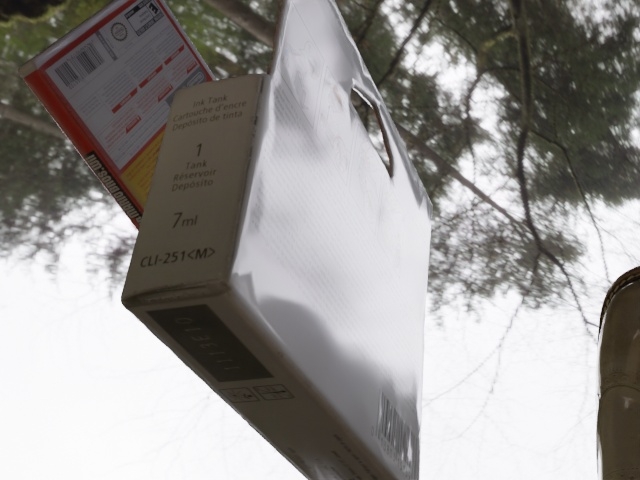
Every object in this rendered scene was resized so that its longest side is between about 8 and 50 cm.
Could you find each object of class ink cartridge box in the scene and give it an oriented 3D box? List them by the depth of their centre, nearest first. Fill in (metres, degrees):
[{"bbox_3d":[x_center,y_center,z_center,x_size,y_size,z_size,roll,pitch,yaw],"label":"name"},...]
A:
[{"bbox_3d":[0.000,0.000,0.532,0.060,0.275,0.239,-9,-127,21],"label":"ink cartridge box"}]

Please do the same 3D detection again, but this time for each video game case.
[{"bbox_3d":[-0.135,-0.088,0.845,0.025,0.204,0.285,-20,-65,33],"label":"video game case"}]

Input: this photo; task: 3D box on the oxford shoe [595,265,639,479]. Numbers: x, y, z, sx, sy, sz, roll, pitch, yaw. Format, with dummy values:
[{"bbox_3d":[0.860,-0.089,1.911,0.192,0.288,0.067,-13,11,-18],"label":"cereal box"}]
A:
[{"bbox_3d":[0.261,0.213,0.612,0.140,0.146,0.397,-13,-95,32],"label":"oxford shoe"}]
